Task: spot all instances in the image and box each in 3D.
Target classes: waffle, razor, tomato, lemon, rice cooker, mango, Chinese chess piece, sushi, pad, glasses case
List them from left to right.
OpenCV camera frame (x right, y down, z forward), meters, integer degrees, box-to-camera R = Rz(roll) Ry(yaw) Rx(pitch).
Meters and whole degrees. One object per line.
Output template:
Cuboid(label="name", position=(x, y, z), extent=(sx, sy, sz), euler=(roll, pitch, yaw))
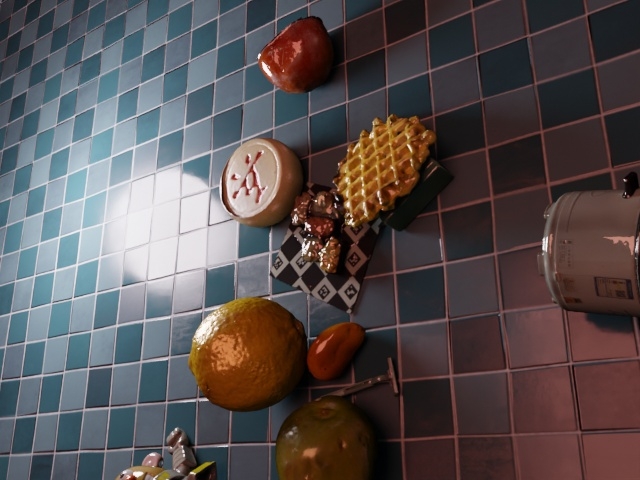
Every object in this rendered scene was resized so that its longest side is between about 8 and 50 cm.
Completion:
Cuboid(label="lemon", position=(-0.170, 0.272, 1.605), extent=(0.293, 0.293, 0.293), euler=(-13, 67, 33))
Cuboid(label="Chinese chess piece", position=(-0.162, -0.158, 1.854), extent=(0.250, 0.103, 0.249), euler=(-12, 70, 35))
Cuboid(label="tomato", position=(-0.051, -0.490, 1.860), extent=(0.214, 0.181, 0.155), euler=(-38, 73, 30))
Cuboid(label="sushi", position=(0.000, 0.000, 1.701), extent=(0.294, 0.059, 0.292), euler=(18, 86, 39))
Cuboid(label="mango", position=(0.030, 0.250, 1.575), extent=(0.159, 0.105, 0.084), euler=(-54, 24, -6))
Cuboid(label="pad", position=(0.034, -0.033, 1.726), extent=(0.157, 0.003, 0.112), euler=(-42, 54, 19))
Cuboid(label="razor", position=(0.081, 0.338, 1.543), extent=(0.211, 0.036, 0.084), euler=(-25, 59, 28))
Cuboid(label="waffle", position=(0.134, -0.175, 1.612), extent=(0.307, 0.060, 0.312), euler=(-53, 30, 1))
Cuboid(label="glasses case", position=(0.218, -0.105, 1.563), extent=(0.184, 0.078, 0.039), euler=(-47, 50, 14))
Cuboid(label="rice cooker", position=(0.530, 0.020, 1.188), extent=(0.227, 0.241, 0.280), euler=(0, 108, 42))

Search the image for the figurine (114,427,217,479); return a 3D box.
Cuboid(label="figurine", position=(-0.410, 0.653, 1.715), extent=(0.285, 0.342, 0.167), euler=(0, 118, 35))

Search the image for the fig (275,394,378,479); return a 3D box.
Cuboid(label="fig", position=(0.034, 0.497, 1.442), extent=(0.233, 0.233, 0.314), euler=(-25, 89, 28))
